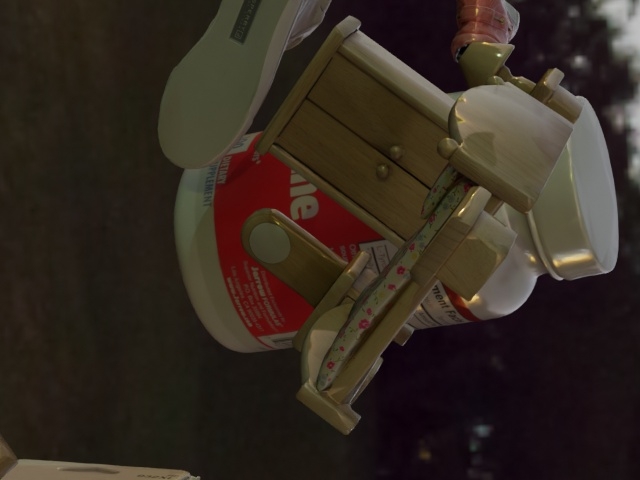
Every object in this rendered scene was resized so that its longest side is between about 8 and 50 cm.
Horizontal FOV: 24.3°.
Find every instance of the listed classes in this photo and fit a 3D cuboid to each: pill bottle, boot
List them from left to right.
[{"bbox_3d":[-0.055,-0.183,1.401,0.258,0.095,0.123,-60,161,16],"label":"boot"},{"bbox_3d":[0.079,-0.022,1.493,0.229,0.408,0.229,-10,90,-68],"label":"pill bottle"}]

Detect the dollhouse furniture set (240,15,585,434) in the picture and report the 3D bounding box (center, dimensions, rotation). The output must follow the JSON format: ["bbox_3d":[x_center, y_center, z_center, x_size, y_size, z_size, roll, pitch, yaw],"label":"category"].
[{"bbox_3d":[0.000,0.000,0.954,0.303,0.174,0.355,-55,178,27],"label":"dollhouse furniture set"}]

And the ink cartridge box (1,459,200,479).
[{"bbox_3d":[-0.244,0.385,1.469,0.129,0.223,0.307,-6,97,-72],"label":"ink cartridge box"}]

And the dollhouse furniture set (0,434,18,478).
[{"bbox_3d":[-0.245,0.241,0.699,0.394,0.256,0.362,47,-4,22],"label":"dollhouse furniture set"}]

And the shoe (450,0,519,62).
[{"bbox_3d":[0.166,-0.211,1.531,0.178,0.064,0.081,42,54,-74],"label":"shoe"}]
